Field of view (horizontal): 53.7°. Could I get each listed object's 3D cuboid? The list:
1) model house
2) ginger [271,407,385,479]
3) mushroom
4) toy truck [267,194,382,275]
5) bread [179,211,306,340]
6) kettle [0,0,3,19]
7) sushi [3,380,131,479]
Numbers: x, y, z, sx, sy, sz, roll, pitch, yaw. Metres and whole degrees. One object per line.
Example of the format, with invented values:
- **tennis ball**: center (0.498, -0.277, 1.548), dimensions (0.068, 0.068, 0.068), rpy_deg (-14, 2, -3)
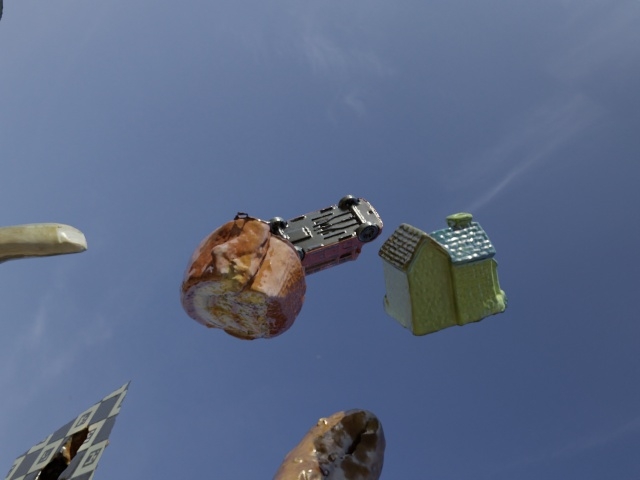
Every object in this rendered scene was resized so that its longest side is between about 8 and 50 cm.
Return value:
- **model house**: center (0.227, 0.047, 1.207), dimensions (0.195, 0.214, 0.189), rpy_deg (-136, -146, -70)
- **ginger**: center (0.004, 0.446, 1.165), dimensions (0.165, 0.321, 0.172), rpy_deg (36, -50, 15)
- **mushroom**: center (-0.486, 0.011, 1.013), dimensions (0.084, 0.209, 0.071), rpy_deg (-131, -146, -60)
- **toy truck**: center (0.000, 0.000, 1.321), dimensions (0.114, 0.252, 0.107), rpy_deg (91, -25, -46)
- **bread**: center (-0.125, 0.066, 1.014), dimensions (0.190, 0.244, 0.123), rpy_deg (8, -123, 7)
- **kettle**: center (-0.548, -0.282, 0.767), dimensions (0.221, 0.236, 0.161), rpy_deg (-29, -76, 45)
- **sushi**: center (-0.453, 0.438, 1.070), dimensions (0.320, 0.339, 0.069), rpy_deg (-34, -69, 13)
